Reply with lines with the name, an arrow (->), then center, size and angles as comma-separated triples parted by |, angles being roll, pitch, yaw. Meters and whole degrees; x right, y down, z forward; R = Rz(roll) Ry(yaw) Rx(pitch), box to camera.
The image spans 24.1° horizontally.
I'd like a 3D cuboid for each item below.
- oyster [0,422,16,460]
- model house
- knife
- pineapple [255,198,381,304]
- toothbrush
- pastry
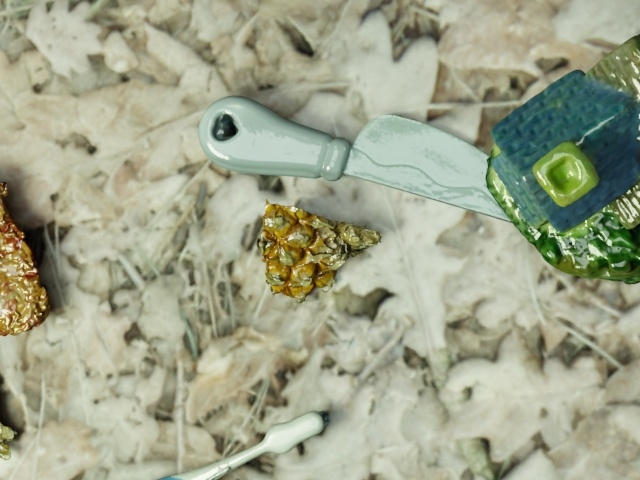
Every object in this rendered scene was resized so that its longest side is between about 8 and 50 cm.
oyster -> -0.326, 0.169, 1.472 | 0.081, 0.038, 0.083 | 21, 68, 3
model house -> 0.252, -0.065, 1.257 | 0.214, 0.189, 0.195 | -31, 80, 6
knife -> 0.050, -0.079, 1.386 | 0.331, 0.044, 0.080 | 11, 84, 7
pineapple -> 0.000, 0.000, 1.387 | 0.114, 0.077, 0.114 | -3, 122, 2
toothbrush -> -0.162, 0.251, 1.420 | 0.386, 0.040, 0.040 | -28, 83, 11
pastry -> -0.316, 0.017, 1.454 | 0.087, 0.063, 0.169 | -24, 78, 2
